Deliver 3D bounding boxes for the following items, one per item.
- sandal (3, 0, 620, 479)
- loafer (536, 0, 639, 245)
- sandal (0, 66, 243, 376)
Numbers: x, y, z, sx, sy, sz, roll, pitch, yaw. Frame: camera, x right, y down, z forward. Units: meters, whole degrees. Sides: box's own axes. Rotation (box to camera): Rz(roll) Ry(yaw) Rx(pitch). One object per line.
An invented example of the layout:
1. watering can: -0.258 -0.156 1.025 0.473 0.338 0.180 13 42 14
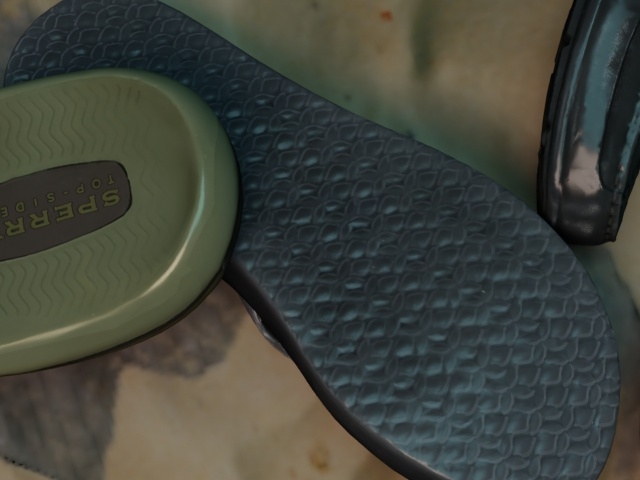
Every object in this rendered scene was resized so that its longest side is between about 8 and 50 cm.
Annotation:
1. sandal: 0.000 -0.001 0.544 0.254 0.054 0.097 40 72 18
2. loafer: 0.137 -0.096 0.555 0.078 0.076 0.223 20 72 11
3. sandal: -0.175 0.012 0.496 0.303 0.086 0.120 -22 77 8
